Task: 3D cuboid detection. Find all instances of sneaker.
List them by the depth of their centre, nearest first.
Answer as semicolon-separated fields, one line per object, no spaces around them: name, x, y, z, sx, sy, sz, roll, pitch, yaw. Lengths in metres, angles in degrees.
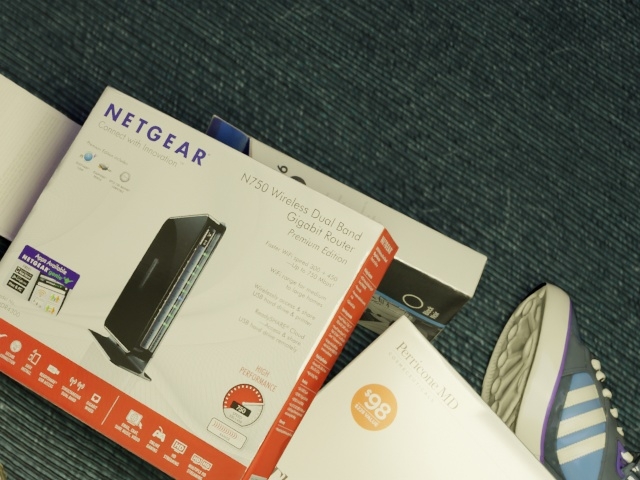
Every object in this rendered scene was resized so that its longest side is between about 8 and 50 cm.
sneaker;0.303;0.227;1.448;0.236;0.130;0.323;24;57;-14

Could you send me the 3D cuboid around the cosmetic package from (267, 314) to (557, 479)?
cosmetic package;0.106;0.305;1.282;0.284;0.097;0.377;-43;81;-2

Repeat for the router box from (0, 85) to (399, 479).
router box;-0.143;0.052;1.285;0.335;0.082;0.301;27;83;19

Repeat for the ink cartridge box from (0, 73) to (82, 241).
ink cartridge box;-0.320;-0.067;1.425;0.235;0.056;0.171;33;59;-9

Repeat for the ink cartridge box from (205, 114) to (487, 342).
ink cartridge box;0.000;0.000;1.431;0.332;0.165;0.065;28;58;-2

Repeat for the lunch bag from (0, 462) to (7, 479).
lunch bag;-0.369;0.201;1.169;0.169;0.235;0.287;-21;73;-20
